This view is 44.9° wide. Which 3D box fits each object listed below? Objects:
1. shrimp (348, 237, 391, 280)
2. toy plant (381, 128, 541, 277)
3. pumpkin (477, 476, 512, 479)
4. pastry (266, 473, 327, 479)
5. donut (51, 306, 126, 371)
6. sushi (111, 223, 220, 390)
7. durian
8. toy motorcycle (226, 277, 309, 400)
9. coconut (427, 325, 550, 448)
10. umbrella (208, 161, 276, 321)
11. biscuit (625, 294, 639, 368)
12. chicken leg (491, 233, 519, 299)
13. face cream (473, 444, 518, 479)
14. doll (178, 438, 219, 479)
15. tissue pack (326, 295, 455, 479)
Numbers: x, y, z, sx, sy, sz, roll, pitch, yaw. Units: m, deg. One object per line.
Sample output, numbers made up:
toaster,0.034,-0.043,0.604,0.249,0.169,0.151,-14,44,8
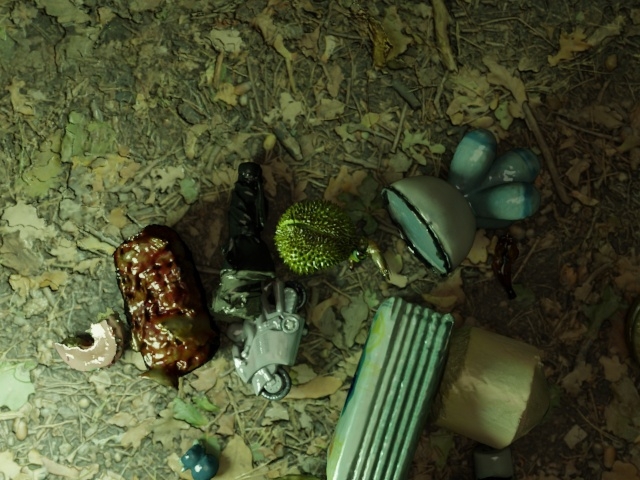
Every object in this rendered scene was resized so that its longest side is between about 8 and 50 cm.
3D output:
shrimp,0.107,0.052,1.725,0.083,0.023,0.114,-33,81,-2
toy plant,0.326,-0.099,1.654,0.332,0.247,0.247,-33,86,-8
pumpkin,0.299,0.615,1.575,0.222,0.139,0.317,40,110,0
pastry,-0.043,0.654,1.519,0.389,0.312,0.388,0,87,2
donut,-0.475,0.223,1.654,0.166,0.065,0.117,-27,103,16
sushi,-0.333,0.144,1.625,0.197,0.182,0.343,-20,83,3
durian,-0.007,-0.013,1.669,0.198,0.146,0.159,-14,94,-22
toy motorcycle,-0.122,0.206,1.666,0.171,0.110,0.260,8,79,11
coconut,0.354,0.306,1.606,0.244,0.239,0.239,17,84,0
umbrella,-0.159,-0.006,1.653,0.113,0.106,0.357,17,66,-33
biscuit,0.798,0.212,1.703,0.259,0.079,0.259,0,85,-2
chicken leg,0.415,0.058,1.732,0.062,0.037,0.144,9,82,-14
face cream,0.386,0.596,1.655,0.143,0.089,0.314,-8,91,-2
doll,-0.262,0.481,1.660,0.083,0.050,0.076,42,89,0
tissue pack,0.138,0.314,1.569,0.162,0.287,0.387,18,84,4
